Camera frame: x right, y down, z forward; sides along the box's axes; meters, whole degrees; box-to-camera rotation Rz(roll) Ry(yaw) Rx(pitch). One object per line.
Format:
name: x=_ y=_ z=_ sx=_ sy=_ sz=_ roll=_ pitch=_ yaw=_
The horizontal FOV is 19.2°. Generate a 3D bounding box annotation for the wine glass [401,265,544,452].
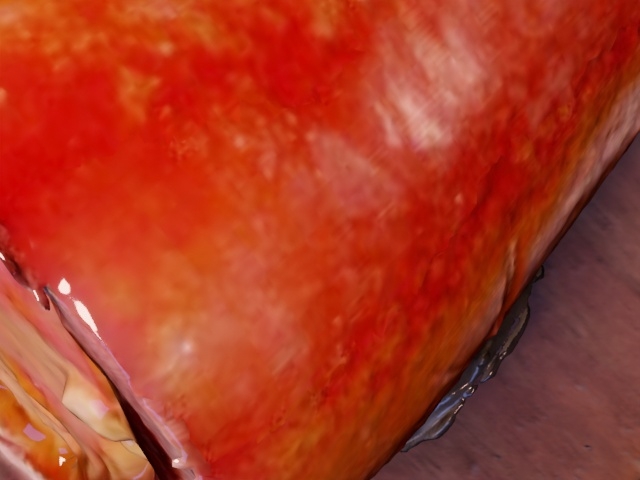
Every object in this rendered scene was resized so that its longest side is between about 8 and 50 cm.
wine glass: x=0.000 y=0.000 z=0.876 sx=0.183 sy=0.122 sz=0.122 roll=39 pitch=143 yaw=-9

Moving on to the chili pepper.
chili pepper: x=-0.027 y=-0.050 z=0.697 sx=0.251 sy=0.305 sz=0.229 roll=41 pitch=152 yaw=-1
